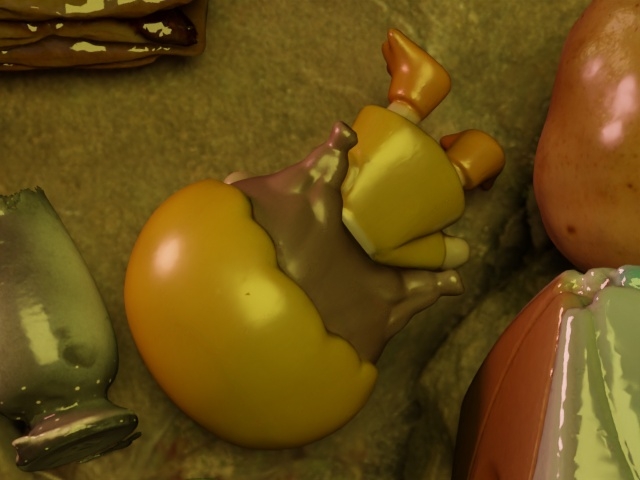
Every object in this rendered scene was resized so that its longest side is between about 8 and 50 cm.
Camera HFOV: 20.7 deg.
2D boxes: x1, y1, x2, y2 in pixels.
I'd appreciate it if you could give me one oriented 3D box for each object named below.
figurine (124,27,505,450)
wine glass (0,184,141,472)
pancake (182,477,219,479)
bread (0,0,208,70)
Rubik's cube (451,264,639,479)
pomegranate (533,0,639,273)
[{"bbox_3d":[0.000,0.000,1.346,0.215,0.187,0.344,44,64,-6],"label":"figurine"},{"bbox_3d":[-0.213,0.067,1.317,0.111,0.111,0.204,-19,78,-14],"label":"wine glass"},{"bbox_3d":[-0.087,0.230,1.331,0.108,0.017,0.108,4,73,-11],"label":"pancake"},{"bbox_3d":[-0.241,-0.329,1.408,0.314,0.191,0.370,-4,71,-9],"label":"bread"},{"bbox_3d":[0.278,0.234,1.208,0.351,0.347,0.352,10,70,-5],"label":"Rubik's cube"},{"bbox_3d":[0.325,-0.069,1.350,0.332,0.332,0.333,3,71,-8],"label":"pomegranate"}]
